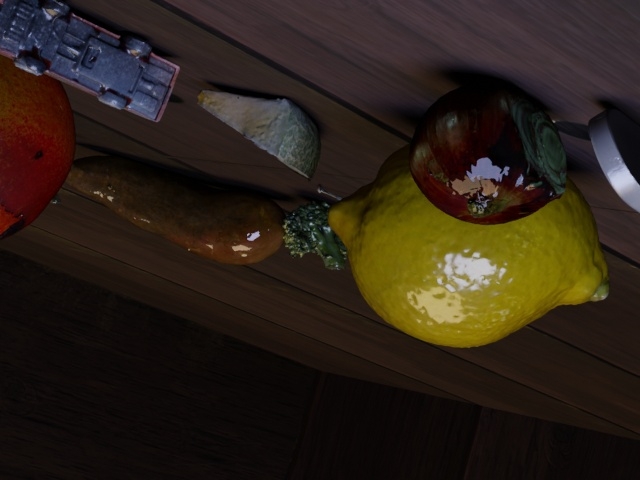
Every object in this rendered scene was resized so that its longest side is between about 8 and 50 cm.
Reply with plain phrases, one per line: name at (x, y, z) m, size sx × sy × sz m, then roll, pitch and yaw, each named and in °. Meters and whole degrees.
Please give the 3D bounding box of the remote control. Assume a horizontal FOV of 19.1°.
remote control at (0.270, -0.036, 1.455) m, size 0.022 × 0.077 × 0.245 m, roll -29°, pitch 149°, yaw 24°

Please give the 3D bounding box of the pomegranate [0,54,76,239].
pomegranate at (-0.340, -0.105, 1.780) m, size 0.210 × 0.210 × 0.235 m, roll 11°, pitch 154°, yaw 33°

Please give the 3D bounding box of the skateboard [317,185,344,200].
skateboard at (0.027, -0.025, 2.085) m, size 0.083 × 0.064 × 0.032 m, roll 27°, pitch -179°, yaw 5°

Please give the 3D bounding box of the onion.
onion at (0.122, -0.062, 1.433) m, size 0.118 × 0.118 × 0.117 m, roll 8°, pitch 146°, yaw 46°

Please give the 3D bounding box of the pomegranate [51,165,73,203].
pomegranate at (-0.376, -0.092, 2.166) m, size 0.152 × 0.131 × 0.191 m, roll 8°, pitch 177°, yaw 29°

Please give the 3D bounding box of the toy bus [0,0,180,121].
toy bus at (-0.211, -0.159, 1.608) m, size 0.192 × 0.065 × 0.077 m, roll 23°, pitch 177°, yaw -39°

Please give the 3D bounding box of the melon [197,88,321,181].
melon at (-0.038, -0.091, 1.772) m, size 0.098 × 0.054 × 0.182 m, roll 19°, pitch 173°, yaw 26°

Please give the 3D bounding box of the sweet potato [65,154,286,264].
sweet potato at (-0.169, -0.036, 2.262) m, size 0.292 × 0.097 × 0.097 m, roll 16°, pitch 172°, yaw 15°

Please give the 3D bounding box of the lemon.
lemon at (0.126, 0.000, 1.602) m, size 0.244 × 0.187 × 0.187 m, roll 10°, pitch 171°, yaw 5°

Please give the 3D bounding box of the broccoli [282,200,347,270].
broccoli at (0.000, 0.000, 2.179) m, size 0.095 × 0.092 × 0.097 m, roll -14°, pitch 158°, yaw -20°
